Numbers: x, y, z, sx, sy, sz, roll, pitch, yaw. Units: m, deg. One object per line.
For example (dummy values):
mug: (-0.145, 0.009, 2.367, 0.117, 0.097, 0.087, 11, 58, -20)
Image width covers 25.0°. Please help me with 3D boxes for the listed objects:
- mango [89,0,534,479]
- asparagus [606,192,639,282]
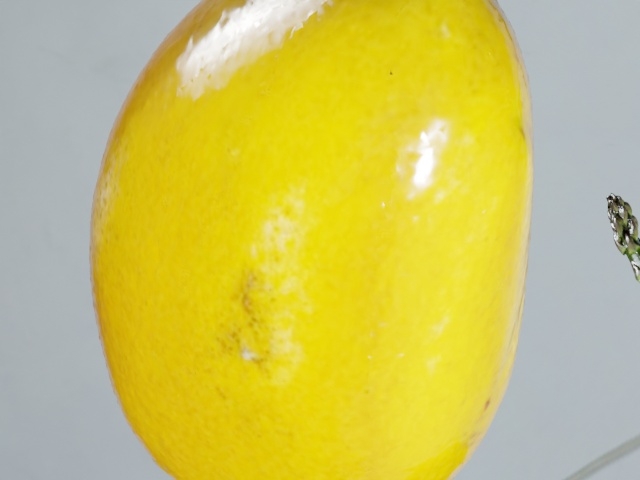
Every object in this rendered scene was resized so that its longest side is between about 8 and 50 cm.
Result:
mango: (0.000, 0.000, 0.429, 0.145, 0.112, 0.219, 42, 139, 20)
asparagus: (0.251, 0.058, 0.989, 0.025, 0.024, 0.248, -16, 49, -10)
